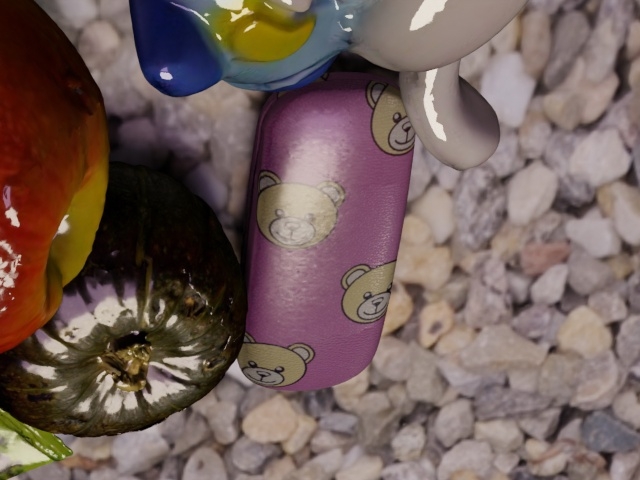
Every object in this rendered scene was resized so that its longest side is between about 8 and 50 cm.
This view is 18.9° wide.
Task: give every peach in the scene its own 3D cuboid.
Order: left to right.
[{"bbox_3d":[-0.324,-0.071,1.279,0.373,0.289,0.372,19,162,6],"label":"peach"}]

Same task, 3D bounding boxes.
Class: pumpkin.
[{"bbox_3d":[-0.171,0.054,1.502,0.238,0.159,0.238,-7,128,-9],"label":"pumpkin"}]

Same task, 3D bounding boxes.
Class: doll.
[{"bbox_3d":[-0.001,-0.202,1.257,0.366,0.187,0.376,1,120,-15],"label":"doll"}]

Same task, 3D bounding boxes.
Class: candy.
[{"bbox_3d":[-0.322,0.174,1.632,0.149,0.069,0.246,36,138,-27],"label":"candy"}]

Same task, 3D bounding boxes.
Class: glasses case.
[{"bbox_3d":[0.000,0.000,1.541,0.123,0.076,0.316,-3,131,-13],"label":"glasses case"}]
